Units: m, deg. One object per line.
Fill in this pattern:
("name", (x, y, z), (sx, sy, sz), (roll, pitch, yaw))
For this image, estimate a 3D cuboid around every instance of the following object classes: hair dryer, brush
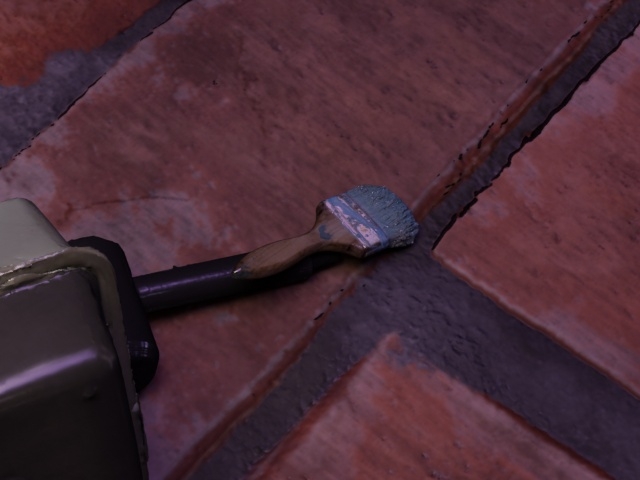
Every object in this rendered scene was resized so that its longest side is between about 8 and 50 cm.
("hair dryer", (-0.092, 0.048, 1.148), (0.248, 0.070, 0.114), (-10, 56, -24))
("brush", (0.000, 0.000, 1.174), (0.196, 0.021, 0.070), (-23, 62, -40))

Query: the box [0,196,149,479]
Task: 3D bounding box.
("box", (-0.224, 0.132, 0.933), (0.221, 0.290, 0.166), (-21, 47, -19))
